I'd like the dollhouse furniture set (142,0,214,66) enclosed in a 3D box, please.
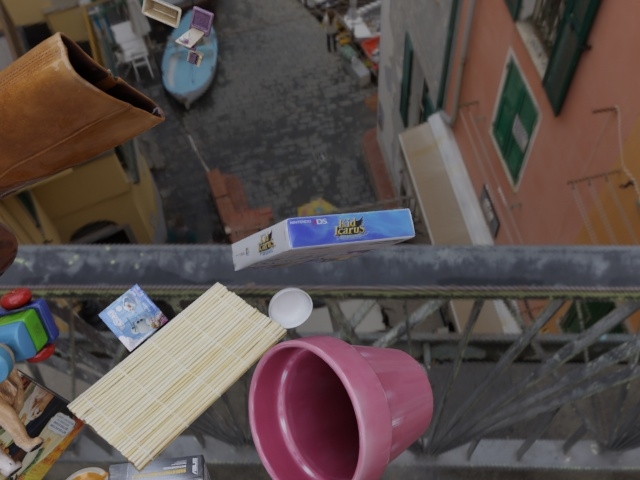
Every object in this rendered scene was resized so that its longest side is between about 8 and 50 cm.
[{"bbox_3d":[-0.246,-0.331,1.169,0.114,0.091,0.081,23,38,1],"label":"dollhouse furniture set"}]

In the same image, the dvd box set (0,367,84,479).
[{"bbox_3d":[-0.720,0.496,1.567,0.062,0.308,0.420,27,69,27],"label":"dvd box set"}]

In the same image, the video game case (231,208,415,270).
[{"bbox_3d":[0.000,0.000,1.397,0.269,0.244,0.061,-5,81,-31],"label":"video game case"}]

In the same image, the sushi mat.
[{"bbox_3d":[-0.202,0.185,1.075,0.151,0.019,0.316,29,48,24],"label":"sushi mat"}]

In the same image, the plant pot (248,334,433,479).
[{"bbox_3d":[0.039,0.213,0.922,0.180,0.201,0.201,-3,50,-45],"label":"plant pot"}]

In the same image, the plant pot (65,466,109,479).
[{"bbox_3d":[-0.479,0.598,1.585,0.205,0.188,0.205,-9,40,8],"label":"plant pot"}]

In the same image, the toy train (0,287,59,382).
[{"bbox_3d":[-0.495,0.156,0.976,0.248,0.105,0.143,-14,17,7],"label":"toy train"}]

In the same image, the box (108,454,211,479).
[{"bbox_3d":[-0.308,0.517,1.457,0.183,0.231,0.056,-6,45,-4],"label":"box"}]

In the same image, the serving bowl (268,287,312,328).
[{"bbox_3d":[-0.058,0.120,1.341,0.083,0.083,0.027,-20,31,-9],"label":"serving bowl"}]

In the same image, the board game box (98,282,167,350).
[{"bbox_3d":[-0.346,0.142,1.347,0.090,0.020,0.090,-41,99,-10],"label":"board game box"}]

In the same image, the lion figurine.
[{"bbox_3d":[-0.633,0.317,1.209,0.240,0.392,0.142,46,112,10],"label":"lion figurine"}]

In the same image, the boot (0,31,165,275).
[{"bbox_3d":[-0.272,-0.063,0.657,0.280,0.264,0.096,-29,69,5],"label":"boot"}]
